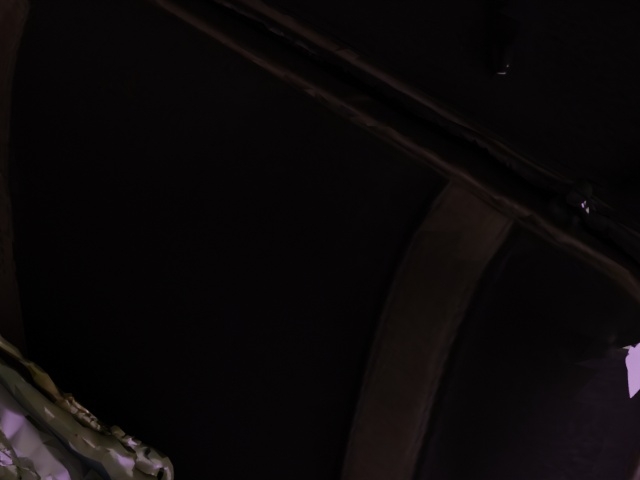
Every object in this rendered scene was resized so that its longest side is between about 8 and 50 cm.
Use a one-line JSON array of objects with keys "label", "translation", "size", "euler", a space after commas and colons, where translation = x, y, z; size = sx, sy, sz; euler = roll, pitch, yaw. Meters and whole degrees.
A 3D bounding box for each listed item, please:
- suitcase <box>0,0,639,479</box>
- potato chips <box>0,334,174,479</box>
[{"label": "suitcase", "translation": [0.000, 0.000, 0.583], "size": [0.194, 0.434, 0.283], "euler": [-37, 149, -36]}, {"label": "potato chips", "translation": [-0.191, 0.184, 0.623], "size": [0.358, 0.070, 0.429], "euler": [-22, 126, 18]}]
